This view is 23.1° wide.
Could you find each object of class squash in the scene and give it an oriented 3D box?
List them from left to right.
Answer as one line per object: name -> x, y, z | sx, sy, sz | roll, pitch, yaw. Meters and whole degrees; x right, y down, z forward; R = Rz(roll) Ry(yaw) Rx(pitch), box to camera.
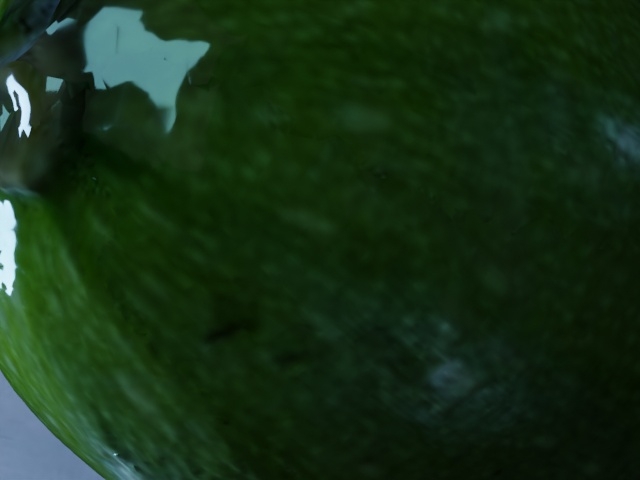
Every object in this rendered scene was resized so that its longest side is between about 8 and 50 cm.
squash -> 0.005, -0.031, 0.571 | 0.310, 0.309, 0.310 | -20, 53, 28
